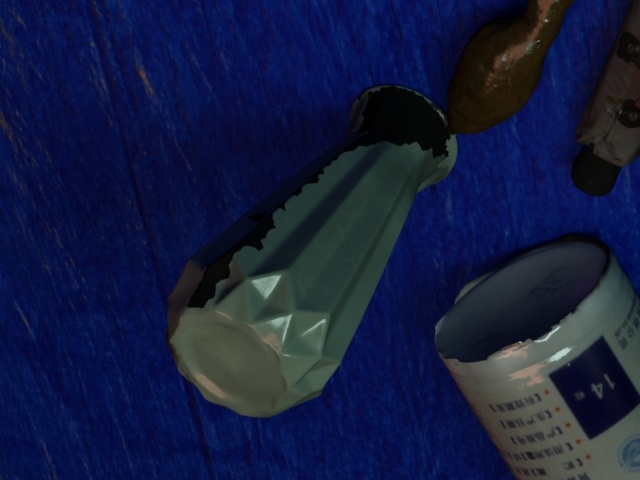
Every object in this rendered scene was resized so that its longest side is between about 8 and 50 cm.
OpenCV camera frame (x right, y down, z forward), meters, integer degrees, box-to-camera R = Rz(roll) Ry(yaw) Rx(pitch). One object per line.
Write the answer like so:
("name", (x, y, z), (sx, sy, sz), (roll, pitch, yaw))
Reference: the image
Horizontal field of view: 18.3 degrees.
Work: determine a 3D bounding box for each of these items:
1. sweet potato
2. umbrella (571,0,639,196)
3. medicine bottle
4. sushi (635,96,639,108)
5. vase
("sweet potato", (0.167, -0.166, 1.739), (0.075, 0.075, 0.269), (35, 134, 3))
("umbrella", (0.281, -0.164, 1.668), (0.067, 0.073, 0.337), (40, 139, 20))
("medicine bottle", (0.266, 0.180, 1.876), (0.190, 0.190, 0.332), (-15, 116, 40))
("sushi", (0.381, -0.081, 1.552), (0.270, 0.236, 0.171), (25, 144, -7))
("vase", (0.000, 0.000, 1.775), (0.165, 0.360, 0.165), (17, 132, 19))
